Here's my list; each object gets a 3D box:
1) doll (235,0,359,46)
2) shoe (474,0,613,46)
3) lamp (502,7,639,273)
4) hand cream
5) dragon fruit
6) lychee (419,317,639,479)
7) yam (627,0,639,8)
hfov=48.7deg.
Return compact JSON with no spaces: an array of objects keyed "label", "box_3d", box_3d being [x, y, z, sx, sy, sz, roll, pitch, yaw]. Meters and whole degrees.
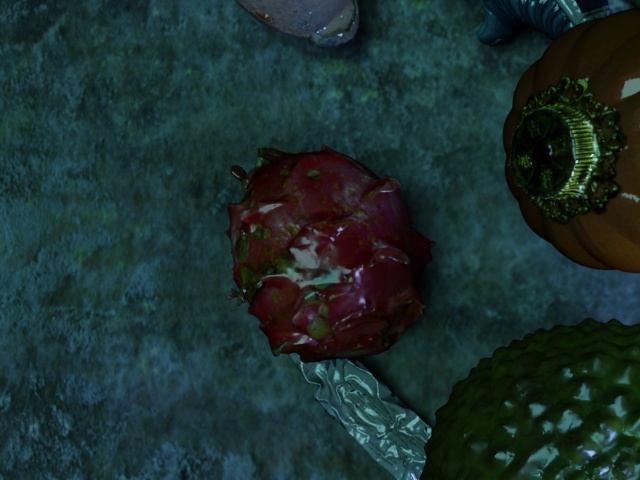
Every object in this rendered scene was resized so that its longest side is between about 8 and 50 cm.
[{"label":"doll","box_3d":[-0.010,-0.368,0.795,0.201,0.156,0.303,28,78,-14]},{"label":"shoe","box_3d":[0.200,-0.242,0.709,0.207,0.091,0.106,42,128,17]},{"label":"lamp","box_3d":[0.259,-0.082,0.604,0.223,0.196,0.223,30,125,56]},{"label":"hand cream","box_3d":[0.045,0.175,0.784,0.257,0.050,0.084,46,104,17]},{"label":"dragon fruit","box_3d":[0.000,0.000,0.731,0.210,0.205,0.268,-47,61,20]},{"label":"lychee","box_3d":[0.210,0.205,0.581,0.270,0.270,0.320,66,151,13]},{"label":"yam","box_3d":[0.302,-0.245,0.685,0.234,0.029,0.027,56,137,16]}]
